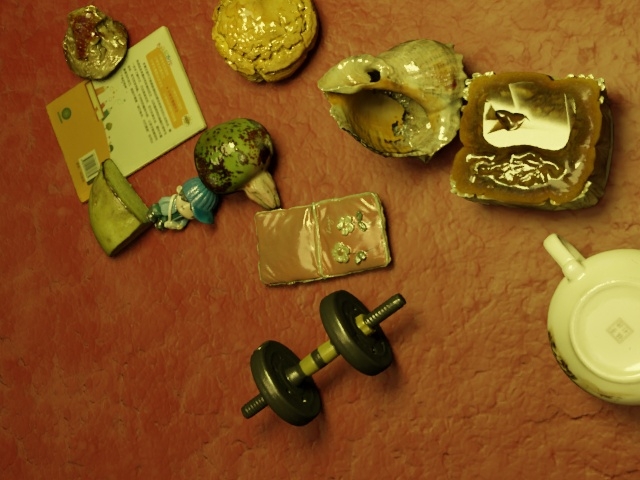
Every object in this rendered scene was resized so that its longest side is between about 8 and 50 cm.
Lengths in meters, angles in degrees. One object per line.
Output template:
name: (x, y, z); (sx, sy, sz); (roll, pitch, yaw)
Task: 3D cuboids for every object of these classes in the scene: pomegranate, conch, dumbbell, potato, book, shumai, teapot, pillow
pomegranate: (-0.130, -0.125, 1.520); (0.138, 0.163, 0.125); (-39, 32, 4)
conch: (0.112, -0.205, 1.361); (0.163, 0.245, 0.178); (123, 140, -54)
dumbbell: (0.000, 0.179, 1.415); (0.325, 0.143, 0.143); (-38, 73, 19)
potato: (-0.384, -0.053, 1.635); (0.120, 0.081, 0.149); (-40, 82, 17)
book: (-0.357, -0.224, 1.674); (0.295, 0.020, 0.207); (-27, 76, 22)
shumai: (-0.420, -0.360, 1.666); (0.139, 0.105, 0.123); (26, 86, 55)
teapot: (0.402, 0.105, 1.232); (0.204, 0.139, 0.298); (-40, 74, 21)
pillow: (0.000, 0.000, 1.479); (0.233, 0.043, 0.126); (-10, 86, 25)

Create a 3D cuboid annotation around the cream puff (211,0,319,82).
cream puff: (-0.094, -0.352, 1.496); (0.189, 0.129, 0.189); (0, 89, 23)

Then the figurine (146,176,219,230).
figurine: (-0.231, -0.063, 1.588); (0.136, 0.077, 0.079); (-9, 49, 40)

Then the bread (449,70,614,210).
bread: (0.297, -0.140, 1.306); (0.210, 0.110, 0.192); (9, 91, 25)
